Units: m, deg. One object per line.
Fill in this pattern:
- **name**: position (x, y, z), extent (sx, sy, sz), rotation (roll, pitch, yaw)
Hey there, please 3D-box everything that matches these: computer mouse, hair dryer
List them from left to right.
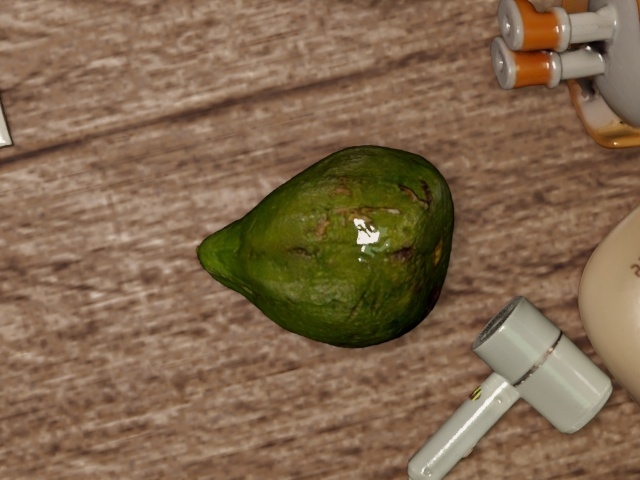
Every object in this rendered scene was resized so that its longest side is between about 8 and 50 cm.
- **hair dryer**: position (0.107, 0.110, 1.188), extent (0.082, 0.047, 0.137), rotation (44, 94, -4)
- **computer mouse**: position (0.268, 0.072, 1.178), extent (0.145, 0.082, 0.236), rotation (-43, 92, -3)

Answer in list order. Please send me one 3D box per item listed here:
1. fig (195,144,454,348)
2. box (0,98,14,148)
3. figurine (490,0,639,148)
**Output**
- **fig**: position (0.000, 0.000, 1.146), extent (0.156, 0.123, 0.123), rotation (10, 90, 24)
- **box**: position (-0.274, -0.148, 1.161), extent (0.122, 0.032, 0.220), rotation (-15, 93, -3)
- **figurine**: position (0.239, -0.125, 1.146), extent (0.271, 0.143, 0.143), rotation (6, 91, -3)
